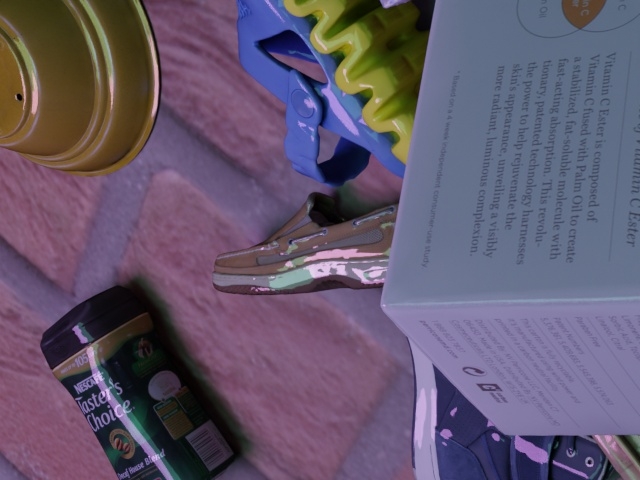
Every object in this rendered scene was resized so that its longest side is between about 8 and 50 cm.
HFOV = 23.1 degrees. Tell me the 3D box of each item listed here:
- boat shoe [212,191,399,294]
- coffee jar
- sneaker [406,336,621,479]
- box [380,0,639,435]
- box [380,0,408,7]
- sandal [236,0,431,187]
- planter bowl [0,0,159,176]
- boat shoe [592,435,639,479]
[{"bbox_3d":[0.000,0.000,1.154,0.190,0.068,0.072,-6,94,30],"label":"boat shoe"},{"bbox_3d":[-0.157,0.133,1.323,0.096,0.079,0.184,-33,87,43],"label":"coffee jar"},{"bbox_3d":[0.139,0.081,1.055,0.163,0.086,0.226,10,117,37],"label":"sneaker"},{"bbox_3d":[0.231,-0.032,0.772,0.345,0.215,0.168,-4,150,29],"label":"box"},{"bbox_3d":[0.132,-0.247,0.856,0.247,0.163,0.142,-25,92,43],"label":"box"},{"bbox_3d":[-0.018,-0.156,1.053,0.138,0.126,0.317,-34,86,47],"label":"sandal"},{"bbox_3d":[-0.239,-0.141,1.252,0.217,0.090,0.217,17,120,33],"label":"planter bowl"},{"bbox_3d":[0.255,0.195,0.919,0.110,0.121,0.341,-28,90,19],"label":"boat shoe"}]
